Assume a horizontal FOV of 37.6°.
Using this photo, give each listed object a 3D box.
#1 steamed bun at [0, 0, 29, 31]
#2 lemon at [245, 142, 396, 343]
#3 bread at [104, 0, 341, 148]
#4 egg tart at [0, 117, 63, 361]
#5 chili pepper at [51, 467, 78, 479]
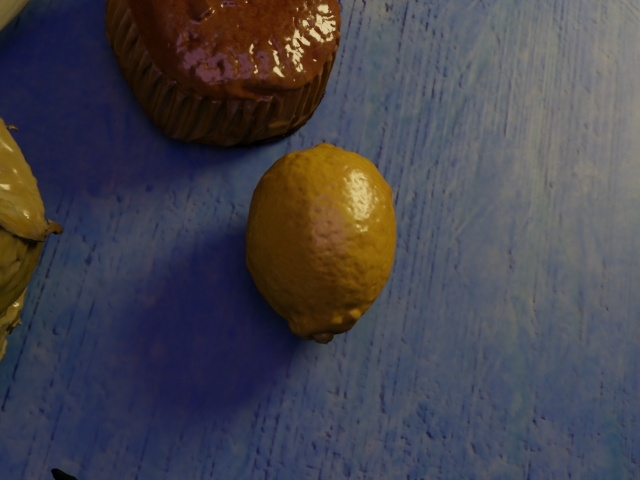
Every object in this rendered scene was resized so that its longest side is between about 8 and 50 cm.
[{"bbox_3d":[-0.295,-0.267,0.699,0.155,0.200,0.250,28,70,15],"label":"steamed bun"},{"bbox_3d":[0.000,0.000,0.702,0.114,0.114,0.155,7,74,-9],"label":"lemon"},{"bbox_3d":[-0.077,-0.178,0.762,0.199,0.104,0.199,5,66,-12],"label":"bread"},{"bbox_3d":[-0.260,-0.043,0.565,0.115,0.290,0.290,-33,77,3],"label":"egg tart"},{"bbox_3d":[-0.151,0.256,0.592,0.098,0.061,0.224,-1,70,-6],"label":"chili pepper"}]
